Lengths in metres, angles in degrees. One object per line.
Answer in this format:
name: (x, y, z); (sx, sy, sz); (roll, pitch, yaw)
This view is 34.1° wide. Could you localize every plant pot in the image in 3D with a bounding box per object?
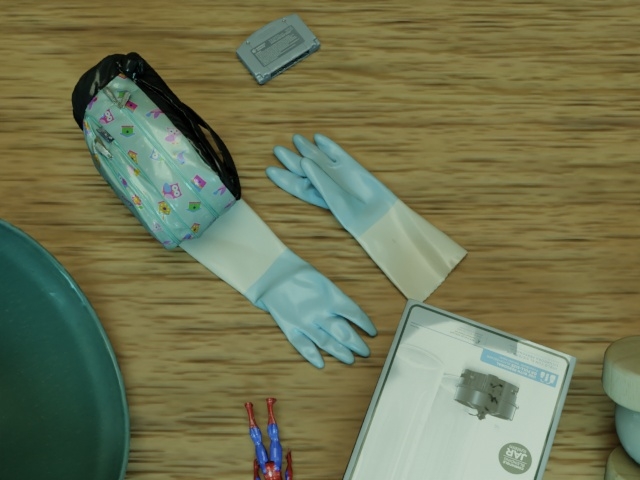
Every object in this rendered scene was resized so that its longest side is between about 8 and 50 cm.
plant pot: (-0.333, 0.145, 0.893); (0.196, 0.293, 0.293); (-25, 67, 19)

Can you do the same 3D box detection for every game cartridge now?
game cartridge: (-0.049, -0.214, 1.153); (0.083, 0.017, 0.056); (-33, 74, -12)

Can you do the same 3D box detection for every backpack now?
backpack: (-0.162, -0.083, 1.045); (0.115, 0.152, 0.182); (-41, 74, 3)

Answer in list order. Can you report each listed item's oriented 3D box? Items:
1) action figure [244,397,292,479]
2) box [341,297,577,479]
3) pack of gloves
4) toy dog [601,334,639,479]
action figure: (-0.046, 0.207, 0.974); (0.038, 0.030, 0.115); (-11, 73, 3)
box: (0.106, 0.218, 0.930); (0.169, 0.087, 0.290); (21, 70, 6)
pack of gloves: (0.000, 0.000, 1.049); (0.232, 0.046, 0.195); (41, 73, 16)
toy dog: (0.400, 0.163, 0.917); (0.333, 0.220, 0.161); (23, 32, 6)
